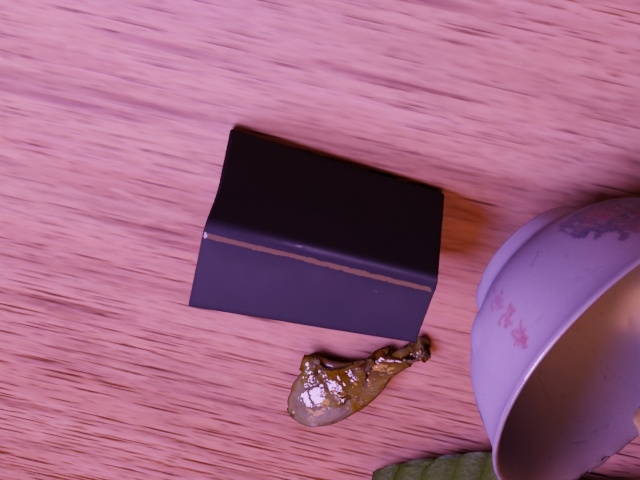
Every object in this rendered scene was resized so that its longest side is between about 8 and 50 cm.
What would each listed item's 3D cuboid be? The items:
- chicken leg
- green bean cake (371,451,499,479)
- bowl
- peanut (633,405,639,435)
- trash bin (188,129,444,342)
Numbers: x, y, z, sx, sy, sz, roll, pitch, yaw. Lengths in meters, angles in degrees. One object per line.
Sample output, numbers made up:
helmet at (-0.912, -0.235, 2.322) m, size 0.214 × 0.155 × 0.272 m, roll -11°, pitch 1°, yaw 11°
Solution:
chicken leg at (0.039, 0.147, 1.586) m, size 0.178 × 0.070 × 0.093 m, roll -24°, pitch 115°, yaw 19°
green bean cake at (0.183, 0.363, 1.678) m, size 0.222 × 0.125 × 0.248 m, roll -14°, pitch 127°, yaw 30°
bowl at (0.252, 0.069, 1.381) m, size 0.157 × 0.345 × 0.346 m, roll 46°, pitch 140°, yaw 32°
peanut at (0.420, 0.188, 1.424) m, size 0.147 × 0.148 × 0.319 m, roll -28°, pitch 156°, yaw 29°
trash bin at (0.000, 0.000, 1.407) m, size 0.225 × 0.165 × 0.115 m, roll 12°, pitch 130°, yaw -2°
